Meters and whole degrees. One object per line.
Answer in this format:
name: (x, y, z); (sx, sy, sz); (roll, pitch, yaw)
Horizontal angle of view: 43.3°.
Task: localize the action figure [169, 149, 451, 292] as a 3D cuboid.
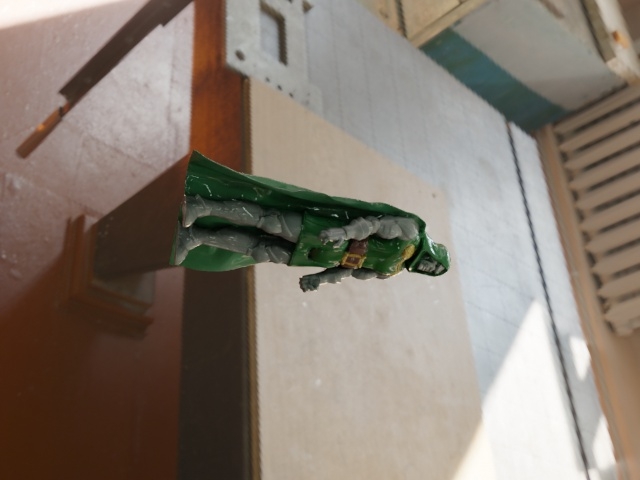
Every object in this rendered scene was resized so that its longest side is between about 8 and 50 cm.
action figure: (0.000, 0.000, 0.662); (0.232, 0.137, 0.064); (7, 53, -14)
